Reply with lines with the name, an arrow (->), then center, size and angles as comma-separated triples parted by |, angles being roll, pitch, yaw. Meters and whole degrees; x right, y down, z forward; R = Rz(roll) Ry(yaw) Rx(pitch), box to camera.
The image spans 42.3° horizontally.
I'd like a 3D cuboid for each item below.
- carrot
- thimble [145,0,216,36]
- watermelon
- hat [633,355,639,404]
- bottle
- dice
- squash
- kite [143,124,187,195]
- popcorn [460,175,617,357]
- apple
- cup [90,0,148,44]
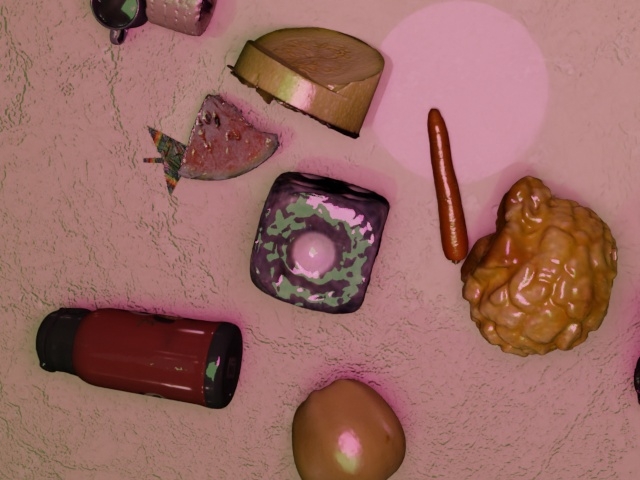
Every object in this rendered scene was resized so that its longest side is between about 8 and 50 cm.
carrot -> 0.196, -0.084, 1.291 | 0.043, 0.043, 0.248 | -9, 100, 11
thimble -> -0.206, -0.376, 1.259 | 0.090, 0.102, 0.115 | 17, 112, 4
watermelon -> -0.147, -0.168, 1.318 | 0.187, 0.071, 0.139 | -11, 94, 20
hat -> 0.549, 0.210, 1.246 | 0.265, 0.265, 0.128 | 45, 138, -3
bottle -> -0.308, 0.188, 1.379 | 0.336, 0.144, 0.144 | 7, 103, 8
dice -> 0.000, 0.000, 1.269 | 0.182, 0.183, 0.181 | 17, 103, 4
squash -> -0.019, -0.243, 1.199 | 0.220, 0.220, 0.133 | 27, 109, 3
kite -> -0.251, -0.136, 1.370 | 0.090, 0.004, 0.122 | -10, 101, 10
popcorn -> 0.318, 0.037, 1.222 | 0.237, 0.206, 0.251 | -26, 86, 27
apple -> 0.045, 0.324, 1.335 | 0.200, 0.200, 0.200 | 2, 103, 9
cup -> -0.309, -0.356, 1.293 | 0.078, 0.077, 0.100 | 14, 104, 6
